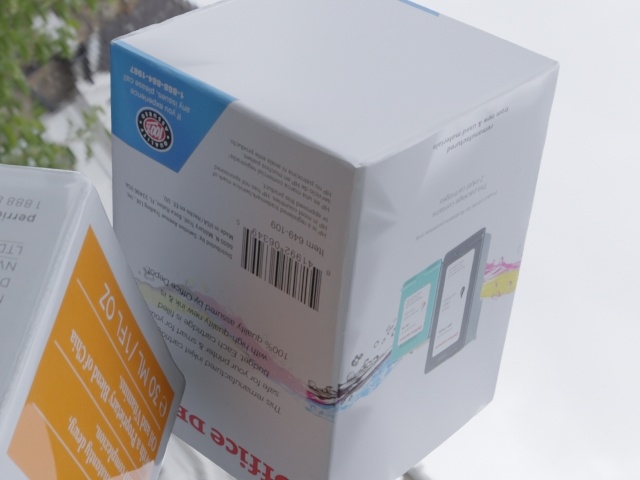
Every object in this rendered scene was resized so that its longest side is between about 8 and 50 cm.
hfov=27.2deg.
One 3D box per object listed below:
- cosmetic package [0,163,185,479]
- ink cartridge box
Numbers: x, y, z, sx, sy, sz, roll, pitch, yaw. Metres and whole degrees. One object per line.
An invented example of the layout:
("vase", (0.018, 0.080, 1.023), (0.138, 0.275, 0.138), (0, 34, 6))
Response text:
("cosmetic package", (-0.218, 0.204, 0.631), (0.161, 0.453, 0.230), (7, -30, 13))
("ink cartridge box", (0.000, 0.000, 0.851), (0.198, 0.197, 0.270), (29, -50, 31))
